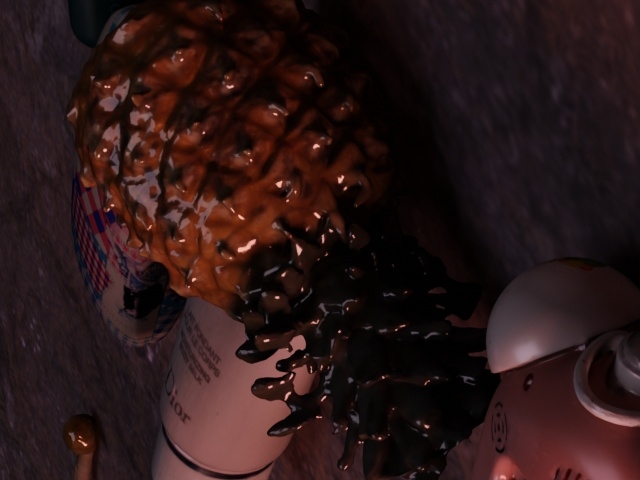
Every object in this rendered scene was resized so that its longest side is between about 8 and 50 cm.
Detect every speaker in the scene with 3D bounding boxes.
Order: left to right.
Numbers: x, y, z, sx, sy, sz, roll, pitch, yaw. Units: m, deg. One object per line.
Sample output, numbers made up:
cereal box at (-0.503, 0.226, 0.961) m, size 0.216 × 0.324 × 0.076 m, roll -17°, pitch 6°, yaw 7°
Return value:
speaker at (-0.140, -0.181, 1.047) m, size 0.094 × 0.060 × 0.075 m, roll -78°, pitch -7°, yaw -50°

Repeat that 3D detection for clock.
clock at (0.114, 0.103, 0.589) m, size 0.166 × 0.093 × 0.162 m, roll 50°, pitch 145°, yaw 46°

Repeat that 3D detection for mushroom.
mushroom at (-0.254, 0.299, 1.673) m, size 0.068 × 0.043 × 0.306 m, roll -94°, pitch 3°, yaw -50°

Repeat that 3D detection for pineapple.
pineapple at (0.000, 0.000, 0.736) m, size 0.278 × 0.158 × 0.157 m, roll 51°, pitch 151°, yaw 22°

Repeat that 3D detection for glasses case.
glasses case at (-0.127, -0.036, 1.073) m, size 0.125 × 0.076 × 0.327 m, roll 64°, pitch 156°, yaw 23°

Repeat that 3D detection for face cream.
face cream at (-0.040, 0.053, 0.946) m, size 0.143 × 0.089 × 0.314 m, roll 55°, pitch 141°, yaw 35°
